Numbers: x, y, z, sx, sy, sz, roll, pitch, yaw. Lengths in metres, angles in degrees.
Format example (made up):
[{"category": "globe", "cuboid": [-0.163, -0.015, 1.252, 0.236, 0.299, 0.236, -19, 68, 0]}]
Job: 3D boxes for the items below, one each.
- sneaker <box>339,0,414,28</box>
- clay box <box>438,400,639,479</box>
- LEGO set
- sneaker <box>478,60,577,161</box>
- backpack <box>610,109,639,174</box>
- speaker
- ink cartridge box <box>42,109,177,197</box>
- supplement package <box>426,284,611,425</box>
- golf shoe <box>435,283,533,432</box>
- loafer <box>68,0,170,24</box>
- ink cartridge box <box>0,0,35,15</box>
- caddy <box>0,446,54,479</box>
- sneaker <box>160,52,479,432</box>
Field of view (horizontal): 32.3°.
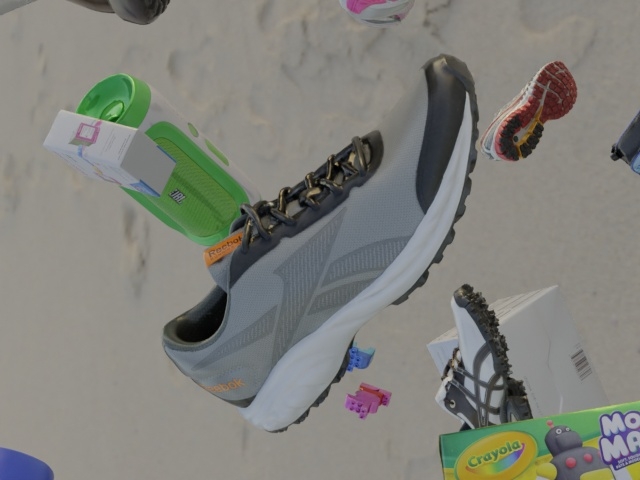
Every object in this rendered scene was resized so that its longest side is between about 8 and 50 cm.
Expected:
[{"category": "sneaker", "cuboid": [0.084, -0.332, 1.496, 0.111, 0.103, 0.252, -61, -8, 32]}, {"category": "clay box", "cuboid": [0.166, 0.139, 0.656, 0.222, 0.127, 0.053, -12, 62, 17]}, {"category": "LEGO set", "cuboid": [-0.011, 0.176, 1.560, 0.093, 0.227, 0.087, -45, -29, -65]}, {"category": "sneaker", "cuboid": [0.340, -0.218, 1.834, 0.225, 0.088, 0.093, -44, 19, -23]}, {"category": "backpack", "cuboid": [0.420, -0.109, 1.286, 0.105, 0.114, 0.084, -61, 30, 23]}, {"category": "speaker", "cuboid": [-0.204, -0.101, 1.528, 0.131, 0.296, 0.131, -20, 50, 25]}, {"category": "ink cartridge box", "cuboid": [-0.243, -0.100, 1.271, 0.123, 0.088, 0.052, 17, 77, 30]}, {"category": "supplement package", "cuboid": [0.336, 0.239, 1.824, 0.145, 0.204, 0.261, -19, 95, 52]}, {"category": "golf shoe", "cuboid": [0.156, 0.140, 1.144, 0.077, 0.094, 0.198, -77, -32, -63]}, {"category": "loafer", "cuboid": [-0.190, -0.278, 0.667, 0.365, 0.130, 0.133, 79, -160, -49]}, {"category": "ink cartridge box", "cuboid": [-0.310, -0.394, 0.992, 0.279, 0.160, 0.384, -47, -13, -55]}, {"category": "caddy", "cuboid": [-0.464, 0.385, 1.341, 0.179, 0.342, 0.241, -87, -6, -48]}, {"category": "sneaker", "cuboid": [0.000, 0.000, 0.666, 0.271, 0.108, 0.100, -54, 18, 21]}]
